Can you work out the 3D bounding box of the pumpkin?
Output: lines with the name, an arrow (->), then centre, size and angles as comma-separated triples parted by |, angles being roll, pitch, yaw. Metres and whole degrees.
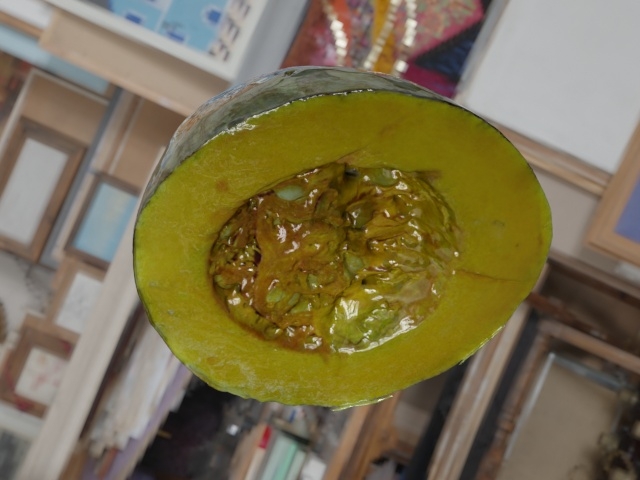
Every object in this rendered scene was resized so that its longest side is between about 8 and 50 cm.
pumpkin -> 0.000, -0.016, 0.669 | 0.217, 0.217, 0.110 | -58, 34, 30
